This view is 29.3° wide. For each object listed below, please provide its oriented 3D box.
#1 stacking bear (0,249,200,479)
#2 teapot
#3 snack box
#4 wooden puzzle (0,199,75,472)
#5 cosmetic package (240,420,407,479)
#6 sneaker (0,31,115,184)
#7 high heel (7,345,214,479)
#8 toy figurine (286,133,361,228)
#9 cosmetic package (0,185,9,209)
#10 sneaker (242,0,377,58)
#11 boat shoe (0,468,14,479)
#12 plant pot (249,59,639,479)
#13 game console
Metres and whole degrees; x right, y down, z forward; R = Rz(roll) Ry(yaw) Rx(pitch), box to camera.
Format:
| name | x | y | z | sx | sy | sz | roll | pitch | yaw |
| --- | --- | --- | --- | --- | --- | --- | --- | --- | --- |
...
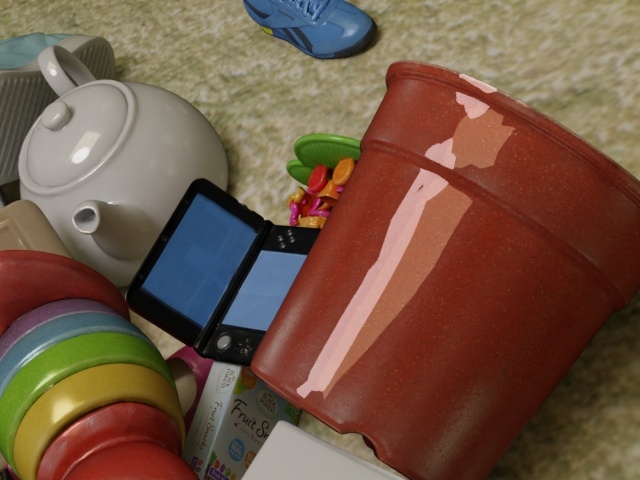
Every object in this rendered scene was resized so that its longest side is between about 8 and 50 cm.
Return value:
| name | x | y | z | sx | sy | sz | roll | pitch | yaw |
| --- | --- | --- | --- | --- | --- | --- | --- | --- | --- |
| stacking bear | -0.184 | 0.158 | 0.989 | 0.289 | 0.164 | 0.175 | 50 | 126 | 47 |
| teapot | -0.238 | -0.088 | 1.338 | 0.256 | 0.187 | 0.252 | 6 | 60 | 39 |
| snack box | -0.073 | 0.184 | 1.065 | 0.037 | 0.100 | 0.141 | -3 | 54 | 33 |
| wooden puzzle | -0.323 | 0.104 | 1.184 | 0.239 | 0.044 | 0.221 | -32 | 82 | -21 |
| cosmetic package | 0.008 | 0.263 | 0.908 | 0.151 | 0.151 | 0.183 | 19 | 70 | 43 |
| sneaker | -0.392 | -0.158 | 1.450 | 0.150 | 0.135 | 0.366 | 6 | 22 | 20 |
| high heel | -0.175 | 0.153 | 1.140 | 0.244 | 0.117 | 0.082 | -37 | 57 | 4 |
| toy figurine | 0.000 | 0.000 | 1.171 | 0.173 | 0.130 | 0.159 | -7 | 59 | 58 |
| cosmetic package | -0.552 | -0.069 | 1.494 | 0.284 | 0.097 | 0.377 | -27 | 56 | -9 |
| sneaker | -0.025 | -0.270 | 1.414 | 0.209 | 0.082 | 0.069 | 29 | 73 | 44 |
| boat shoe | -0.298 | 0.236 | 1.200 | 0.065 | 0.075 | 0.206 | -32 | 48 | 5 |
| plant pot | 0.097 | 0.045 | 0.961 | 0.272 | 0.272 | 0.265 | 27 | 82 | 45 |
| game console | -0.076 | 0.025 | 1.064 | 0.124 | 0.085 | 0.144 | 5 | 57 | 40 |
